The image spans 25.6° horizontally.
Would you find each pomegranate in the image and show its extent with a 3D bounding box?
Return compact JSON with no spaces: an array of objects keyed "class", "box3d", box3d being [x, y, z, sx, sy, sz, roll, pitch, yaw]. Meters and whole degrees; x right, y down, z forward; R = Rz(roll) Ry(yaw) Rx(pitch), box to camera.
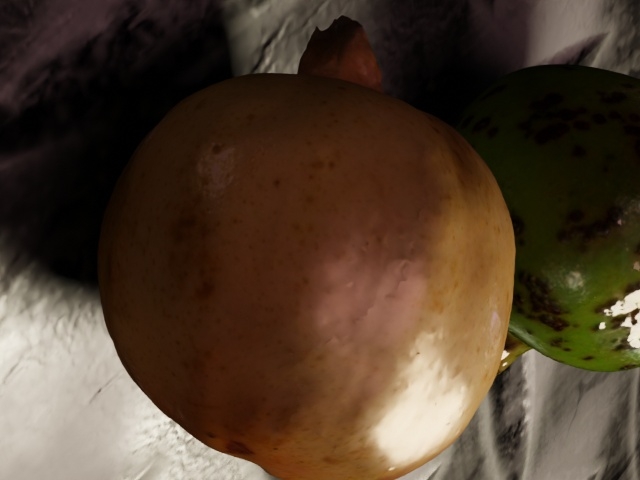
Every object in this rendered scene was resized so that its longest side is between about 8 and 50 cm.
[{"class":"pomegranate","box3d":[0.152,0.006,0.899,0.263,0.211,0.211,-51,150,14]},{"class":"pomegranate","box3d":[-0.003,0.016,0.671,0.207,0.207,0.207,-33,135,-41]}]
